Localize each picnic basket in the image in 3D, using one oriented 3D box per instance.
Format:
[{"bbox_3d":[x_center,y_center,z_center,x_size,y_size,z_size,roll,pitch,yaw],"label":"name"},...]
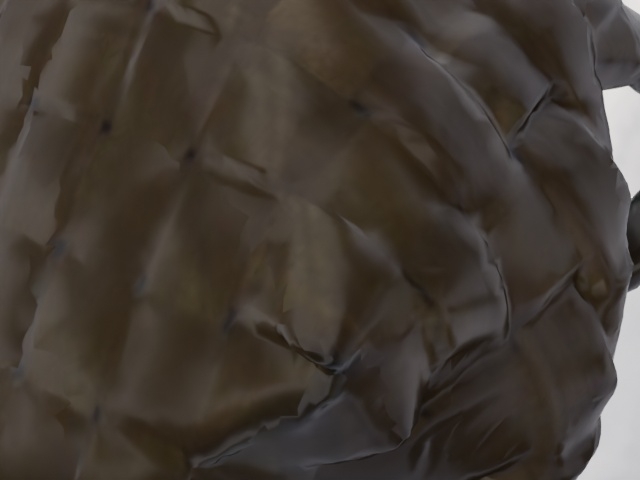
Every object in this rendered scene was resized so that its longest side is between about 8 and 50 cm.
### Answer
[{"bbox_3d":[0.000,0.000,0.555,0.293,0.337,0.337,-36,-140,32],"label":"picnic basket"}]
